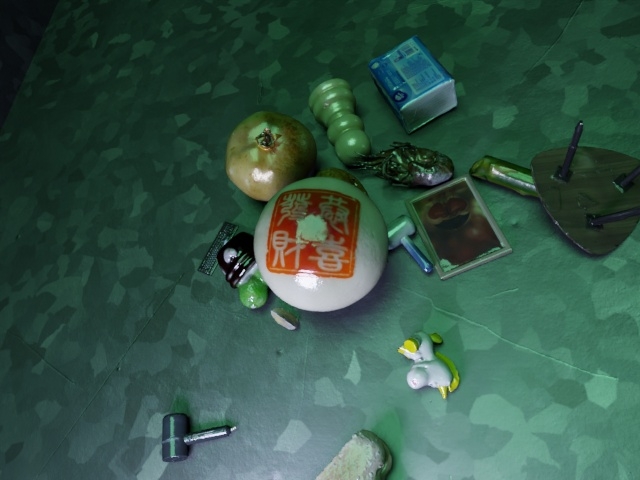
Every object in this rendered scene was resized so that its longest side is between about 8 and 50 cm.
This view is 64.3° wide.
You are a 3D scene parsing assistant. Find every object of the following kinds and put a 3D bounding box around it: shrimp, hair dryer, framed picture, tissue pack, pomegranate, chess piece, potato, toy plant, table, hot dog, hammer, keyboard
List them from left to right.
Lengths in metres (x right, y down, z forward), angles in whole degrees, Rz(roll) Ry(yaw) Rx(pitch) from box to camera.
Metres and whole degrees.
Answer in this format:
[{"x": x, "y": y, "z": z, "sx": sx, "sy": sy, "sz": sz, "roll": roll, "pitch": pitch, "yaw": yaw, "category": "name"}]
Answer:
[{"x": -0.341, "y": 0.540, "z": 1.435, "sx": 0.219, "sy": 0.071, "sz": 0.124, "roll": -13, "pitch": 59, "yaw": 7, "category": "hair dryer"}, {"x": -0.351, "y": 0.026, "z": 1.745, "sx": 0.064, "sy": 0.010, "sz": 0.198, "roll": 17, "pitch": 71, "yaw": 26, "category": "keyboard"}, {"x": -0.192, "y": 0.087, "z": 1.569, "sx": 0.235, "sy": 0.175, "sz": 0.218, "roll": 44, "pitch": 92, "yaw": 6, "category": "toy plant"}, {"x": -0.163, "y": -0.279, "z": 1.656, "sx": 0.319, "sy": 0.319, "sz": 0.319, "roll": -9, "pitch": 60, "yaw": 17, "category": "pomegranate"}, {"x": -0.105, "y": 0.236, "z": 1.525, "sx": 0.093, "sy": 0.036, "sz": 0.037, "roll": 32, "pitch": 40, "yaw": 14, "category": "potato"}, {"x": 0.033, "y": -0.129, "z": 1.603, "sx": 0.196, "sy": 0.122, "sz": 0.272, "roll": -42, "pitch": 53, "yaw": -2, "category": "hot dog"}, {"x": 0.074, "y": -0.384, "z": 1.722, "sx": 0.167, "sy": 0.167, "sz": 0.299, "roll": -23, "pitch": 62, "yaw": 8, "category": "chess piece"}, {"x": 0.240, "y": -0.228, "z": 1.586, "sx": 0.343, "sy": 0.116, "sz": 0.145, "roll": 7, "pitch": 63, "yaw": 18, "category": "shrimp"}, {"x": 0.259, "y": 0.020, "z": 1.480, "sx": 0.116, "sy": 0.069, "sz": 0.194, "roll": -36, "pitch": 61, "yaw": -1, "category": "hammer"}, {"x": 0.307, "y": -0.524, "z": 1.704, "sx": 0.198, "sy": 0.146, "sz": 0.263, "roll": -29, "pitch": 57, "yaw": 6, "category": "tissue pack"}, {"x": 0.394, "y": -0.045, "z": 1.489, "sx": 0.211, "sy": 0.020, "sz": 0.289, "roll": -24, "pitch": 58, "yaw": 9, "category": "framed picture"}, {"x": 0.719, "y": -0.146, "z": 1.237, "sx": 0.318, "sy": 0.249, "sz": 0.317, "roll": 0, "pitch": 72, "yaw": 1, "category": "table"}]

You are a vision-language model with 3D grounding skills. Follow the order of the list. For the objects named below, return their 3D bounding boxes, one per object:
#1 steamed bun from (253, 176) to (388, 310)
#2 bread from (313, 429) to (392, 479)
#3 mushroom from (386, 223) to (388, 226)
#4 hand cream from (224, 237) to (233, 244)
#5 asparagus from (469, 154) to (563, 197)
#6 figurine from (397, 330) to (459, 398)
[{"x": 0.000, "y": 0.000, "z": 1.357, "sx": 0.375, "sy": 0.241, "sz": 0.374, "roll": -1, "pitch": 77, "yaw": 2, "category": "steamed bun"}, {"x": 0.053, "y": 0.623, "z": 1.210, "sx": 0.337, "sy": 0.102, "sz": 0.183, "roll": -46, "pitch": 57, "yaw": -6, "category": "bread"}, {"x": 0.161, "y": -0.027, "z": 1.568, "sx": 0.101, "sy": 0.019, "sz": 0.049, "roll": -16, "pitch": 57, "yaw": 12, "category": "mushroom"}, {"x": -0.237, "y": 0.012, "z": 1.688, "sx": 0.171, "sy": 0.043, "sz": 0.065, "roll": 2, "pitch": 64, "yaw": 20, "category": "hand cream"}, {"x": 0.580, "y": -0.170, "z": 1.448, "sx": 0.343, "sy": 0.085, "sz": 0.082, "roll": 28, "pitch": 52, "yaw": 33, "category": "asparagus"}, {"x": 0.276, "y": 0.317, "z": 1.301, "sx": 0.130, "sy": 0.109, "sz": 0.178, "roll": -11, "pitch": 61, "yaw": -10, "category": "figurine"}]
